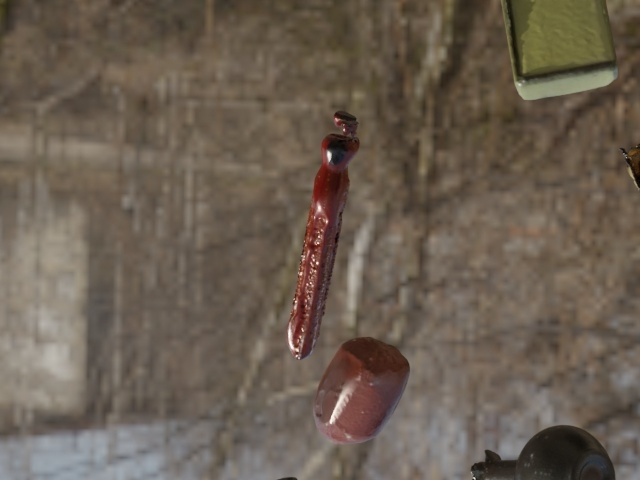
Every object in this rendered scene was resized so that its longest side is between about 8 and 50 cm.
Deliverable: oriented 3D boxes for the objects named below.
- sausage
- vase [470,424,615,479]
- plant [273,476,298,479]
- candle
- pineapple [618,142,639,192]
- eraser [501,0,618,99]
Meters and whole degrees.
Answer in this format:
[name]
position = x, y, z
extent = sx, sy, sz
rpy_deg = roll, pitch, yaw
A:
[sausage]
position = 0.027, 0.111, 1.368
extent = 0.054, 0.094, 0.059
rpy_deg = -6, -133, -37
[vase]
position = 0.243, 0.267, 2.088
extent = 0.120, 0.120, 0.183
rpy_deg = 0, 177, -38
[plant]
position = -0.093, 0.401, 2.444
extent = 0.194, 0.132, 0.129
rpy_deg = -26, -155, 5
[candle]
position = 0.000, 0.000, 2.349
extent = 0.051, 0.329, 0.048
rpy_deg = -7, -155, -44
[pineapple]
position = 0.403, -0.017, 2.099
extent = 0.047, 0.221, 0.221
rpy_deg = -26, 177, 8
[eraser]
position = 0.268, -0.252, 2.105
extent = 0.117, 0.172, 0.058
rpy_deg = -10, 160, 7
